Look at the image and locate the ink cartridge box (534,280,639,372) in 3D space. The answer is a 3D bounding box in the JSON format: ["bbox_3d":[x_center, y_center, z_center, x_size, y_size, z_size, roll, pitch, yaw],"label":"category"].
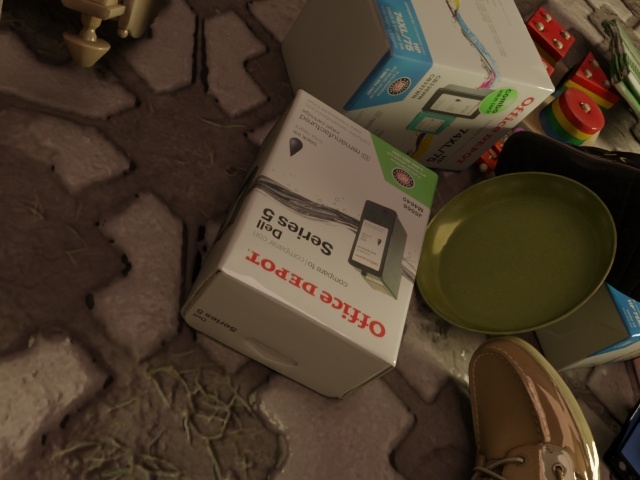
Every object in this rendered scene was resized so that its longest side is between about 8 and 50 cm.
[{"bbox_3d":[0.422,0.112,0.903,0.231,0.134,0.078,0,61,-32],"label":"ink cartridge box"}]

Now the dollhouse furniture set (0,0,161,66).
[{"bbox_3d":[-0.350,-0.246,0.708,0.303,0.173,0.355,19,23,-6],"label":"dollhouse furniture set"}]

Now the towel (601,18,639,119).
[{"bbox_3d":[0.636,-0.293,1.306,0.248,0.038,0.325,45,36,-17],"label":"towel"}]

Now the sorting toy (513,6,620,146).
[{"bbox_3d":[0.413,-0.278,1.175,0.255,0.089,0.257,44,48,-1],"label":"sorting toy"}]

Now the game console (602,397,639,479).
[{"bbox_3d":[0.424,0.254,0.858,0.122,0.071,0.107,-30,80,-40],"label":"game console"}]

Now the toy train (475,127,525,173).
[{"bbox_3d":[0.304,-0.103,1.029,0.166,0.046,0.125,43,59,-5],"label":"toy train"}]

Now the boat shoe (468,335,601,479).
[{"bbox_3d":[0.217,0.263,0.687,0.110,0.121,0.341,1,62,-33],"label":"boat shoe"}]

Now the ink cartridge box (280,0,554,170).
[{"bbox_3d":[0.124,-0.234,0.892,0.270,0.198,0.197,1,61,-31],"label":"ink cartridge box"}]

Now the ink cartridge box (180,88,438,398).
[{"bbox_3d":[0.000,0.000,0.720,0.198,0.115,0.273,30,50,-13],"label":"ink cartridge box"}]

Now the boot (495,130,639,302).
[{"bbox_3d":[0.449,-0.032,0.887,0.284,0.138,0.377,2,25,-31],"label":"boot"}]

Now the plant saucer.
[{"bbox_3d":[0.235,0.018,0.814,0.037,0.241,0.241,53,36,-43],"label":"plant saucer"}]
